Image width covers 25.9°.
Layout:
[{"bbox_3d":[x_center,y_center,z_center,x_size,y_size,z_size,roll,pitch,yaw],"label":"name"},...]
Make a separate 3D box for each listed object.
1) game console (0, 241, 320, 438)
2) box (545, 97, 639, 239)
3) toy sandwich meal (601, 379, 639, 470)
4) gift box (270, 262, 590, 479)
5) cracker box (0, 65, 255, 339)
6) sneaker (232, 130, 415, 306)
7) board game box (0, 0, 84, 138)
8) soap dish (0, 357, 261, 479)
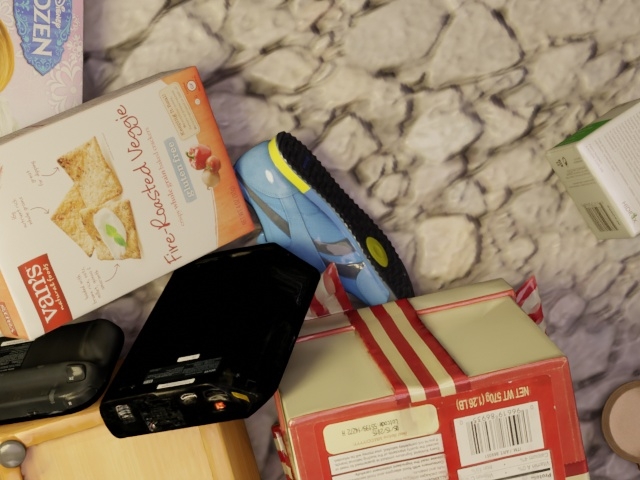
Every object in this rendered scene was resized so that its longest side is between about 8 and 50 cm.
[{"bbox_3d":[-0.184,0.094,1.157,0.361,0.213,0.044,-11,117,20],"label":"game console"},{"bbox_3d":[0.276,-0.064,1.262,0.087,0.101,0.102,-32,93,-6],"label":"box"},{"bbox_3d":[0.301,0.171,1.300,0.086,0.029,0.085,0,86,-3],"label":"toy sandwich meal"},{"bbox_3d":[0.092,0.160,1.157,0.255,0.258,0.276,-8,103,-5],"label":"gift box"},{"bbox_3d":[-0.185,-0.035,1.170,0.232,0.067,0.155,-28,106,-30],"label":"cracker box"},{"bbox_3d":[0.000,0.000,1.256,0.082,0.069,0.209,-38,102,23],"label":"sneaker"},{"bbox_3d":[-0.349,-0.112,1.138,0.318,0.066,0.318,0,90,-36],"label":"board game box"},{"bbox_3d":[-0.157,0.251,1.201,0.229,0.118,0.290,-16,92,-7],"label":"soap dish"}]
